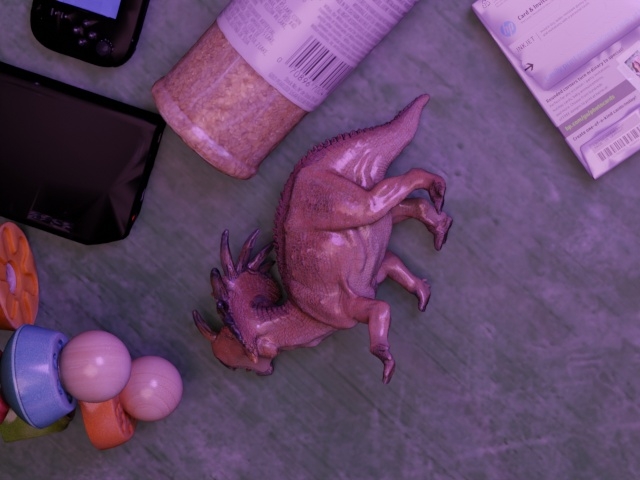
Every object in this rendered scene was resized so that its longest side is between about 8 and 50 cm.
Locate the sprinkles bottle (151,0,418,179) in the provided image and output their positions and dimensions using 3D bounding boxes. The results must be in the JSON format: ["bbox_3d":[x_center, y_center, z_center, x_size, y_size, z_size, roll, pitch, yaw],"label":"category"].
[{"bbox_3d":[0.013,-0.213,1.241,0.121,0.121,0.355,44,103,-1],"label":"sprinkles bottle"}]

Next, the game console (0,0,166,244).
[{"bbox_3d":[-0.228,-0.187,1.319,0.213,0.044,0.361,18,101,4],"label":"game console"}]

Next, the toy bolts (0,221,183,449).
[{"bbox_3d":[-0.222,0.085,1.279,0.158,0.228,0.218,-9,91,10],"label":"toy bolts"}]

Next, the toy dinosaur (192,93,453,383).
[{"bbox_3d":[0.000,0.000,1.286,0.200,0.127,0.295,17,96,11],"label":"toy dinosaur"}]

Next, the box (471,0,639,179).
[{"bbox_3d":[0.240,-0.168,1.260,0.145,0.038,0.186,-36,95,12],"label":"box"}]
